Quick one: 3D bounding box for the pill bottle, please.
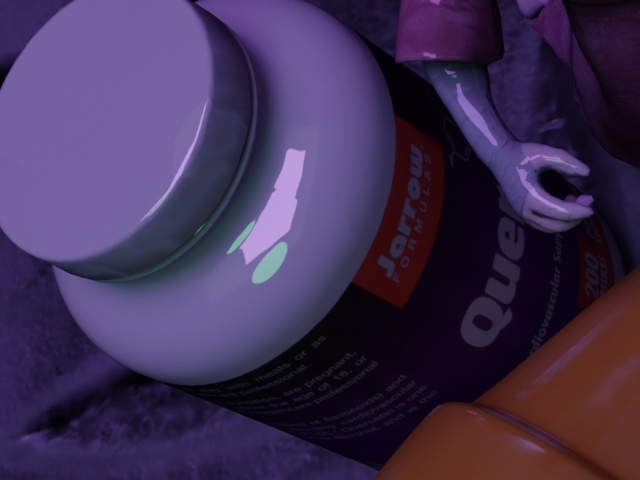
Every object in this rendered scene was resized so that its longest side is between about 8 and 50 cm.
[{"bbox_3d":[0.000,0.000,0.905,0.182,0.323,0.181,-15,64,32],"label":"pill bottle"}]

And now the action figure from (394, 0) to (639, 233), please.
[{"bbox_3d":[0.138,-0.162,0.831,0.248,0.370,0.275,-40,48,19],"label":"action figure"}]

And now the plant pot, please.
[{"bbox_3d":[0.155,0.104,0.844,0.205,0.205,0.188,30,76,41],"label":"plant pot"}]
